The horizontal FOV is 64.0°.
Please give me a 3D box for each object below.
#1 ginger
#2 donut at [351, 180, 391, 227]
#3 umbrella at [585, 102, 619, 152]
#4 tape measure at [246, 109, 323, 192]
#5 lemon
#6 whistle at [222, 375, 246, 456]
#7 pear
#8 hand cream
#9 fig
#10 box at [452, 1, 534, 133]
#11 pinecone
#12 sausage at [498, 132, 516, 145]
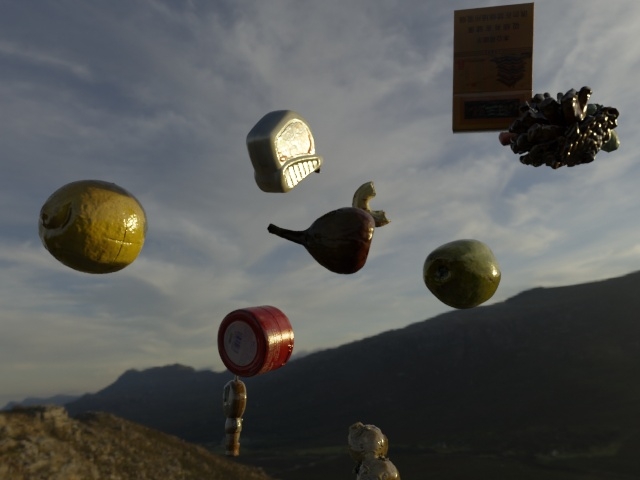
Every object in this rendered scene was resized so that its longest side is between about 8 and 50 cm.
[{"bbox_3d":[0.102,0.425,0.899,0.080,0.204,0.104,-20,-46,4],"label":"ginger"},{"bbox_3d":[0.168,-0.114,1.778,0.108,0.165,0.065,-23,8,-5],"label":"donut"},{"bbox_3d":[0.619,-0.253,1.136,0.143,0.067,0.062,35,0,-34],"label":"umbrella"},{"bbox_3d":[-0.120,-0.290,1.679,0.130,0.265,0.258,5,34,35],"label":"tape measure"},{"bbox_3d":[-0.663,-0.040,1.506,0.297,0.296,0.297,-4,-15,-1],"label":"lemon"},{"bbox_3d":[-0.247,0.491,1.443,0.057,0.219,0.107,8,-18,-26],"label":"whistle"},{"bbox_3d":[0.497,0.114,1.803,0.253,0.252,0.307,-15,-16,36],"label":"pear"},{"bbox_3d":[-0.182,0.277,1.422,0.193,0.193,0.125,-14,-9,32],"label":"hand cream"},{"bbox_3d":[0.017,-0.019,1.439,0.290,0.190,0.191,19,-3,29],"label":"fig"},{"bbox_3d":[0.394,-0.388,1.178,0.174,0.273,0.076,1,4,16],"label":"box"},{"bbox_3d":[0.461,-0.214,0.991,0.179,0.149,0.195,-15,14,-29],"label":"pinecone"},{"bbox_3d":[0.568,-0.309,1.492,0.094,0.054,0.059,-7,1,42],"label":"sausage"}]
